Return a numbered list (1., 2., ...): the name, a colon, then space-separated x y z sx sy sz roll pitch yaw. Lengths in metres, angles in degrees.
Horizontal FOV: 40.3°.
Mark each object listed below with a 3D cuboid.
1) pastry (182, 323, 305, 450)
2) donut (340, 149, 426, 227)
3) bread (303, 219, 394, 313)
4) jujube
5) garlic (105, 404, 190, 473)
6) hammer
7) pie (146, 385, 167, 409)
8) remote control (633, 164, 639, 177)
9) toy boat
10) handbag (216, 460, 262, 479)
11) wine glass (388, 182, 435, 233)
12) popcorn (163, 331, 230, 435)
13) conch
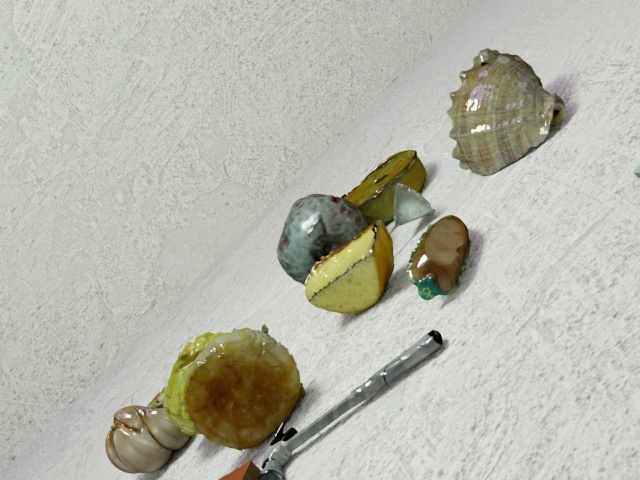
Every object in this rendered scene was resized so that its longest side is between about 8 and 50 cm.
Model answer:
1. pastry: -0.164 0.300 1.787 0.257 0.236 0.121 -44 22 0
2. donut: 0.178 -0.131 2.364 0.272 0.107 0.272 -36 16 12
3. bread: 0.085 0.078 1.938 0.260 0.134 0.129 -41 23 36
4. jujube: 0.008 0.005 2.211 0.308 0.216 0.246 -130 53 -79
5. garlic: -0.432 0.500 2.167 0.214 0.191 0.160 -13 58 46
6. hammer: 0.053 0.298 1.572 0.427 0.044 0.152 -38 14 20
7. pie: -0.345 0.381 2.309 0.274 0.055 0.274 -30 -1 -1
8. remote control: 0.555 -0.121 1.358 0.065 0.029 0.166 -47 9 -6
9. toy boat: 0.249 0.009 1.738 0.293 0.109 0.099 -55 -16 -57
10. handbag: -0.186 0.507 1.607 0.127 0.063 0.190 -36 13 32
11. wine glass: 0.173 -0.031 2.061 0.183 0.122 0.122 -52 14 -8
12. popcorn: -0.260 0.345 2.027 0.251 0.206 0.237 -56 21 36
13. conch: 0.402 -0.306 2.025 0.297 0.210 0.352 -60 12 0
